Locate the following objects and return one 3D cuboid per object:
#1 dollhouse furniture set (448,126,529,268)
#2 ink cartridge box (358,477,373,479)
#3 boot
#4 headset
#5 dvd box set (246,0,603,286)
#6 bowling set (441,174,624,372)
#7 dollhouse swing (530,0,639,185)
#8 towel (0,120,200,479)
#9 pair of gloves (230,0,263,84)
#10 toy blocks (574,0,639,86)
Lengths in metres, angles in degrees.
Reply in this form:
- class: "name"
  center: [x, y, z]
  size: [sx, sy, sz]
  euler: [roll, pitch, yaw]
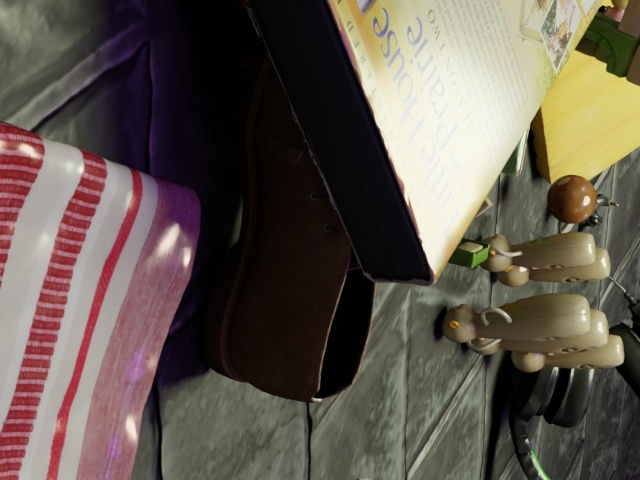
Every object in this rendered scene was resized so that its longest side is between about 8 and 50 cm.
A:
- class: "dollhouse furniture set"
  center: [0.145, -0.055, 1.724]
  size: [0.058, 0.076, 0.151]
  euler: [-18, 121, -67]
- class: "ink cartridge box"
  center: [0.113, 0.330, 1.687]
  size: [0.092, 0.218, 0.158]
  euler: [-34, 134, -61]
- class: "boot"
  center: [0.006, -0.034, 1.276]
  size: [0.112, 0.115, 0.305]
  euler: [0, 105, -44]
- class: "headset"
  center: [0.340, 0.145, 2.199]
  size: [0.185, 0.243, 0.394]
  euler: [-108, -169, -82]
- class: "dvd box set"
  center: [0.094, -0.218, 1.271]
  size: [0.420, 0.062, 0.307]
  euler: [-57, 136, -39]
- class: "bowling set"
  center: [0.231, 0.037, 1.969]
  size: [0.287, 0.154, 0.200]
  euler: [42, 46, -66]
- class: "dollhouse swing"
  center: [0.330, -0.291, 2.083]
  size: [0.347, 0.305, 0.315]
  euler: [71, -4, -55]
- class: "towel"
  center: [-0.167, 0.061, 1.038]
  size: [0.329, 0.037, 0.237]
  euler: [18, 85, -70]
- class: "pair of gloves"
  center: [-0.042, -0.152, 1.261]
  size: [0.074, 0.010, 0.083]
  euler: [-39, 137, -55]
- class: "toy blocks"
  center: [0.290, -0.282, 1.627]
  size: [0.309, 0.289, 0.260]
  euler: [-20, 133, -64]
